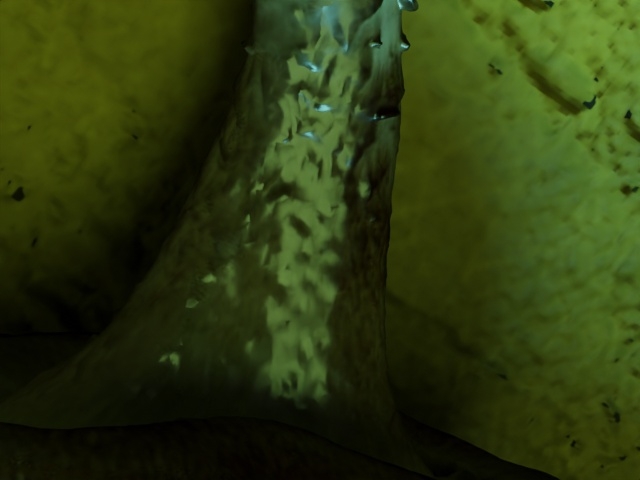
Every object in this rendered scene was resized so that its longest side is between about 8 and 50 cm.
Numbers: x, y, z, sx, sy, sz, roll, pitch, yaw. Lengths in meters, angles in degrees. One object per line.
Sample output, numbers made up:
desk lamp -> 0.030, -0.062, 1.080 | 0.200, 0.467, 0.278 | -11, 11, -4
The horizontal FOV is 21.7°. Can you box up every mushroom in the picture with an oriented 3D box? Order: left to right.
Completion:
mushroom -> 0.000, 0.000, 0.427 | 0.227, 0.148, 0.218 | 15, 95, -33
